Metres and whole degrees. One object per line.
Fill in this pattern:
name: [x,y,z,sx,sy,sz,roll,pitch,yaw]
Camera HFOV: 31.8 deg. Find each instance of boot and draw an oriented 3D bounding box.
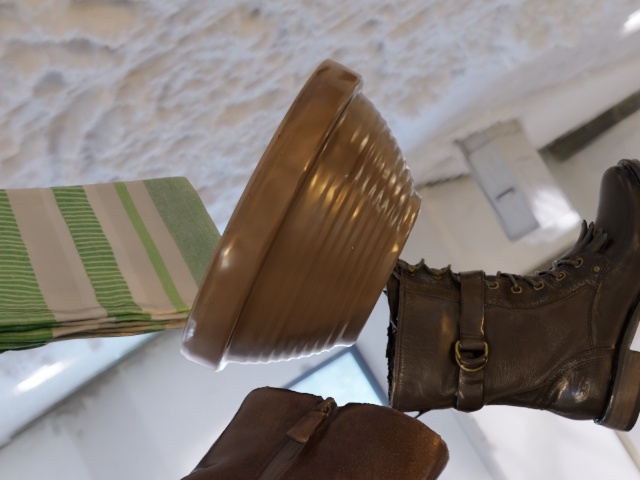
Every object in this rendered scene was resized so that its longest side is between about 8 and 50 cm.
boot: [0.168,0.041,0.969,0.228,0.263,0.091,8,168,1]
boot: [-0.076,0.160,0.557,0.248,0.090,0.207,6,-137,25]

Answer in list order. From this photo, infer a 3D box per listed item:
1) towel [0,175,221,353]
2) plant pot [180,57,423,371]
towel: [-0.246,0.012,1.105,0.324,0.248,0.038,-6,128,-27]
plant pot: [0.000,0.000,0.807,0.237,0.109,0.237,-63,179,-2]
